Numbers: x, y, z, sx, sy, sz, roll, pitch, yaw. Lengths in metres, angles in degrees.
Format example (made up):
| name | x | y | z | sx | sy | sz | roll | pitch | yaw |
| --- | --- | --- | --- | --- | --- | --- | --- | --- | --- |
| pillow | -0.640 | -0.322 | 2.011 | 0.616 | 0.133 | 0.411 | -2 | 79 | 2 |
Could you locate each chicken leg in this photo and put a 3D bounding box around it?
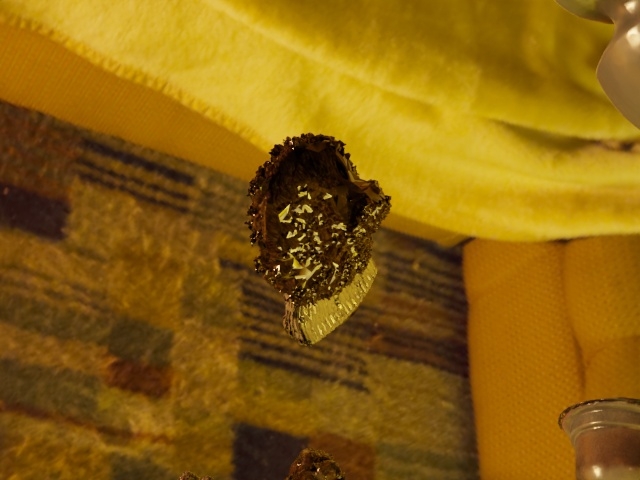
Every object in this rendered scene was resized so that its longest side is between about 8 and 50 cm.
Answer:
| name | x | y | z | sx | sy | sz | roll | pitch | yaw |
| --- | --- | --- | --- | --- | --- | --- | --- | --- | --- |
| chicken leg | -0.020 | 0.349 | 1.253 | 0.080 | 0.125 | 0.196 | 40 | 1 | 4 |

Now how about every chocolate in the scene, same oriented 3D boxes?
| name | x | y | z | sx | sy | sz | roll | pitch | yaw |
| --- | --- | --- | --- | --- | --- | --- | --- | --- | --- |
| chocolate | 0.454 | 0.333 | 1.339 | 0.221 | 0.221 | 0.147 | 25 | 52 | -22 |

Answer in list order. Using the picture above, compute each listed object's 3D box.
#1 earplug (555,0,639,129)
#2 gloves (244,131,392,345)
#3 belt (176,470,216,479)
| name | x | y | z | sx | sy | sz | roll | pitch | yaw |
| --- | --- | --- | --- | --- | --- | --- | --- | --- | --- |
| earplug | 0.341 | -0.238 | 0.885 | 0.325 | 0.214 | 0.175 | 60 | 18 | -23 |
| gloves | 0.000 | -0.005 | 1.301 | 0.210 | 0.312 | 0.135 | -26 | 40 | -6 |
| belt | -0.212 | 0.439 | 1.079 | 0.094 | 0.126 | 0.359 | 38 | 84 | -15 |
